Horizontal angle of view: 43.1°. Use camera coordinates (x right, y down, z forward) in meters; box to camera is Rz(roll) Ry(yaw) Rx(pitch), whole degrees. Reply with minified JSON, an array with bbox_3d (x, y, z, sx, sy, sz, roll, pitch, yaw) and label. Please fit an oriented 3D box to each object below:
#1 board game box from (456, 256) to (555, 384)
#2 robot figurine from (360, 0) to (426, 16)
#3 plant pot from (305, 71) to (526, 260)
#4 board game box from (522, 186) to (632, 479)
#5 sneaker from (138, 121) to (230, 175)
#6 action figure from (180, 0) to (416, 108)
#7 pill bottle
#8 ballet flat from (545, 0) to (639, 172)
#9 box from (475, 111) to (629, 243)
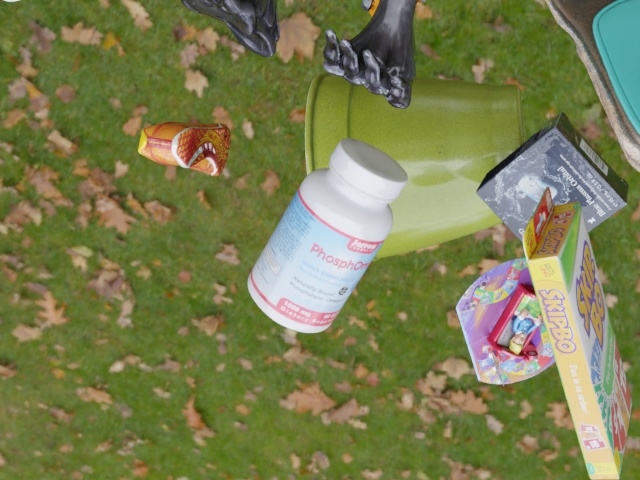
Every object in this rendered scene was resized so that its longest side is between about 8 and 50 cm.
[{"bbox_3d":[0.234,0.100,0.927,0.133,0.033,0.168,-23,118,-4],"label":"board game box"},{"bbox_3d":[0.076,-0.402,1.118,0.211,0.085,0.291,32,169,-1],"label":"robot figurine"},{"bbox_3d":[0.193,-0.143,1.464,0.353,0.366,0.366,-5,135,15],"label":"plant pot"},{"bbox_3d":[0.248,0.084,0.771,0.039,0.124,0.259,-13,109,31],"label":"board game box"},{"bbox_3d":[-0.150,-0.112,0.933,0.068,0.064,0.175,13,-178,15],"label":"sneaker"},{"bbox_3d":[0.054,-0.199,0.332,0.164,0.275,0.141,26,-179,0],"label":"action figure"},{"bbox_3d":[0.007,-0.004,0.702,0.087,0.087,0.160,25,116,-12],"label":"pill bottle"},{"bbox_3d":[0.243,-0.186,0.667,0.108,0.315,0.106,-16,158,20],"label":"ballet flat"},{"bbox_3d":[0.349,-0.077,1.220,0.156,0.093,0.158,47,121,-1],"label":"box"}]
